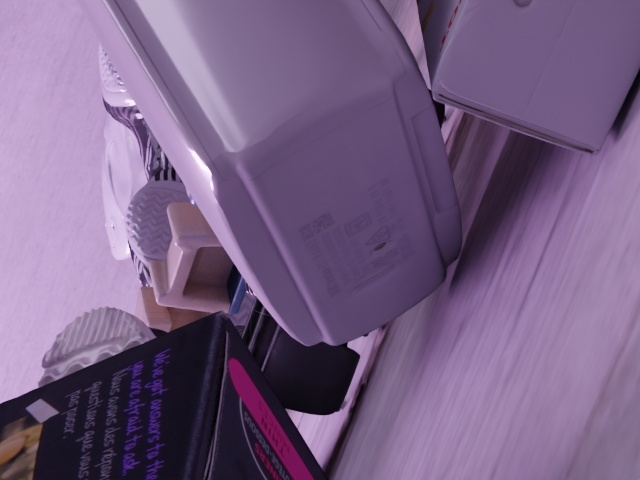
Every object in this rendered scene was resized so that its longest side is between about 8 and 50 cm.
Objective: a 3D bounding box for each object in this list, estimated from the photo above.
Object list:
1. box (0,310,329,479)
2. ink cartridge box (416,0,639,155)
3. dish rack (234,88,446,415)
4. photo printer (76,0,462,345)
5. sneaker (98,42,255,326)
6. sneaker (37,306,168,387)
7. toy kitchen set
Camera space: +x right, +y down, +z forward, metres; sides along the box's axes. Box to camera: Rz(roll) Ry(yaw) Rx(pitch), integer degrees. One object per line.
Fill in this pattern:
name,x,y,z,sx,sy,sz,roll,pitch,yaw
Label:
box,-0.119,0.168,0.659,0.270,0.165,0.143,-22,25,16
ink cartridge box,0.095,-0.124,0.749,0.175,0.072,0.127,-89,20,-69
dish rack,0.000,0.000,1.125,0.271,0.074,0.208,-173,104,-83
photo printer,-0.058,-0.123,0.842,0.107,0.307,0.256,-30,-21,-2
sneaker,-0.106,-0.017,1.572,0.210,0.137,0.366,96,161,-55
sneaker,-0.068,0.187,1.038,0.102,0.146,0.293,-19,65,26
toy kitchen set,-0.041,0.046,1.301,0.166,0.122,0.207,-108,31,-45
